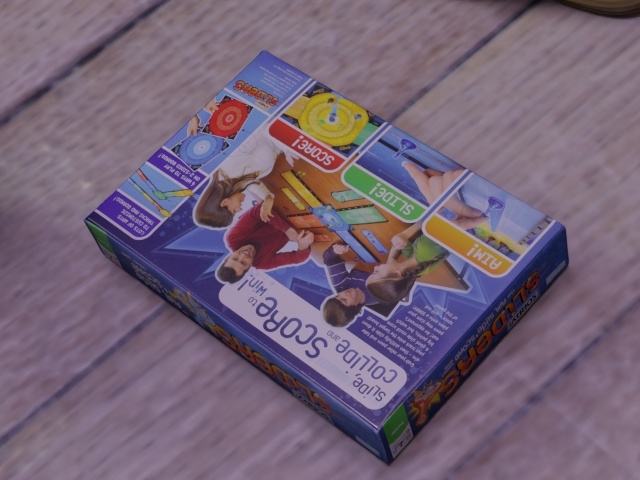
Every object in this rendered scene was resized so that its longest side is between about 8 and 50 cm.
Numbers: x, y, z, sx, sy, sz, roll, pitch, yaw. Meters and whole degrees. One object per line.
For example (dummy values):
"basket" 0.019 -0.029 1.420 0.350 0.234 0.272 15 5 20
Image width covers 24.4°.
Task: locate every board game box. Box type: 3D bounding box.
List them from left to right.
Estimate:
"board game box" 0.000 0.000 0.726 0.201 0.035 0.136 34 69 31

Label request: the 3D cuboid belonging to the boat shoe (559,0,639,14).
"boat shoe" 0.101 -0.171 0.804 0.178 0.060 0.064 13 60 21
